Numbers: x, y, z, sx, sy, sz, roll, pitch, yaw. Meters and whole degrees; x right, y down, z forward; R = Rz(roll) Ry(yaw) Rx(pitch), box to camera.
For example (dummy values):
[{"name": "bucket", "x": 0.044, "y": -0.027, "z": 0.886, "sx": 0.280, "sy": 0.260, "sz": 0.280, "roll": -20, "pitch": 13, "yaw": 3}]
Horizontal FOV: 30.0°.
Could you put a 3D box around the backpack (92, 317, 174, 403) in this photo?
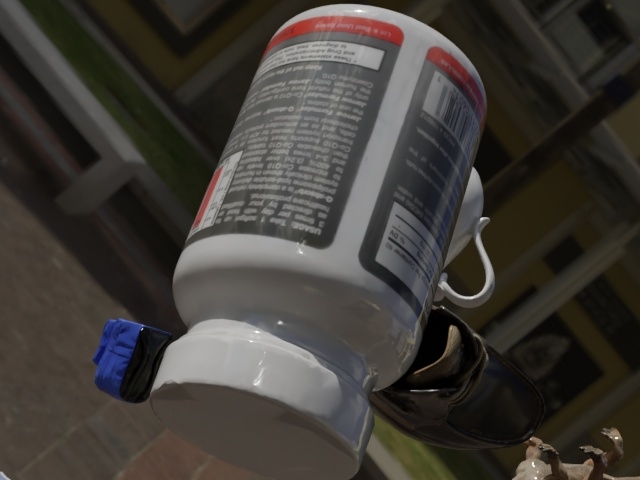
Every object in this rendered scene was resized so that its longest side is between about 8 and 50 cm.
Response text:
[{"name": "backpack", "x": -0.295, "y": 0.187, "z": 1.841, "sx": 0.101, "sy": 0.120, "sz": 0.098, "roll": 11, "pitch": -8, "yaw": 35}]

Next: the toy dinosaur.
[{"name": "toy dinosaur", "x": 0.357, "y": 0.384, "z": 1.765, "sx": 0.127, "sy": 0.296, "sz": 0.200, "roll": -49, "pitch": 140, "yaw": -76}]

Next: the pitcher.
[{"name": "pitcher", "x": 0.173, "y": -0.009, "z": 1.655, "sx": 0.178, "sy": 0.207, "sz": 0.125, "roll": 15, "pitch": -27, "yaw": 18}]

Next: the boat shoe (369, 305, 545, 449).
[{"name": "boat shoe", "x": 0.102, "y": 0.132, "z": 1.233, "sx": 0.355, "sy": 0.132, "sz": 0.130, "roll": 27, "pitch": -11, "yaw": -24}]

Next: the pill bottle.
[{"name": "pill bottle", "x": 0.000, "y": 0.000, "z": 0.998, "sx": 0.210, "sy": 0.363, "sz": 0.210, "roll": 15, "pitch": -29, "yaw": 9}]

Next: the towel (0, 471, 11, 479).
[{"name": "towel", "x": -0.477, "y": 0.392, "z": 1.546, "sx": 0.209, "sy": 0.034, "sz": 0.285, "roll": 29, "pitch": 24, "yaw": 31}]
